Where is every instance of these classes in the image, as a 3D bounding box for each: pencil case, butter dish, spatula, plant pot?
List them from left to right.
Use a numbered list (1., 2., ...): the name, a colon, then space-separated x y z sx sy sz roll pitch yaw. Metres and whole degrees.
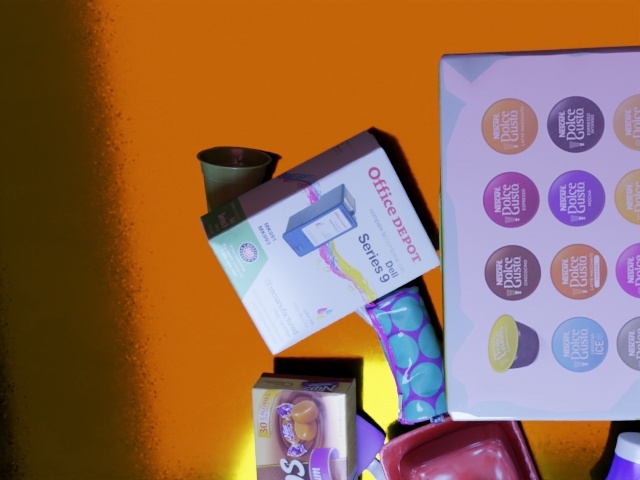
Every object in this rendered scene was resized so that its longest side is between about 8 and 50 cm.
1. plant pot: -0.097 -0.056 1.653 0.083 0.083 0.079 5 110 6
2. spatula: 0.099 0.294 1.688 0.296 0.030 0.084 39 103 0
3. pencil case: 0.098 0.128 1.632 0.070 0.064 0.151 -19 94 -28
4. butter dish: 0.162 0.276 1.610 0.160 0.118 0.159 -21 95 0

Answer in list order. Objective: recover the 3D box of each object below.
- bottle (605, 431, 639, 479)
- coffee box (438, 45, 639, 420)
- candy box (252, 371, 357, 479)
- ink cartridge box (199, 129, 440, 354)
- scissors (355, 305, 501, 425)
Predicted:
1. bottle: 0.339 0.356 1.637 0.118 0.092 0.282 8 97 7
2. coffee box: 0.287 -0.013 1.471 0.334 0.338 0.337 -1 93 6
3. candy box: -0.016 0.244 1.655 0.109 0.053 0.186 3 107 13
4. ink cartridge box: 0.000 0.000 1.604 0.212 0.093 0.154 -28 110 -2
5. scissors: 0.086 0.118 1.674 0.297 0.021 0.109 25 100 2
